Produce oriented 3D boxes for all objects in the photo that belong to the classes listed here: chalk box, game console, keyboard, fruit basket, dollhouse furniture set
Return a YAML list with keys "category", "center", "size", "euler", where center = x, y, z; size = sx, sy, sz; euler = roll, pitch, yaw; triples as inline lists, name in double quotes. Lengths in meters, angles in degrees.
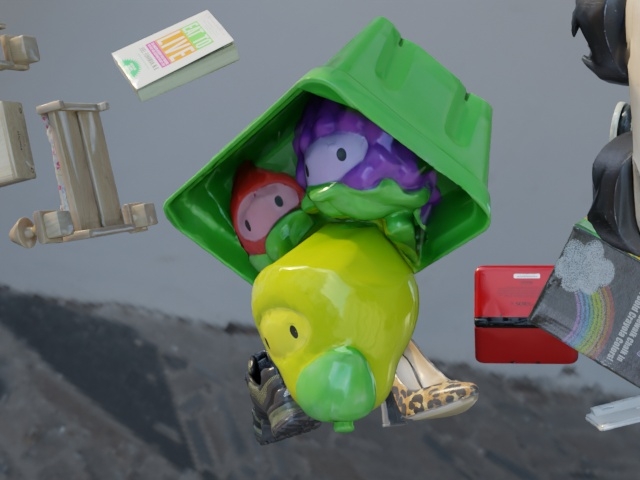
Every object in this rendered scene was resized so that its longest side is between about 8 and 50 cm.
- category: "chalk box"
  center: [0.359, 0.072, 1.402]
  size: [0.213, 0.132, 0.132]
  euler: [32, 27, 21]
- category: "game console"
  center: [0.286, 0.103, 1.817]
  size: [0.144, 0.124, 0.085]
  euler: [0, -17, 7]
- category: "keyboard"
  center: [0.387, 0.145, 1.266]
  size: [0.256, 0.014, 0.072]
  euler: [-15, 8, 0]
- category: "fruit basket"
  center: [0.000, 0.000, 1.394]
  size: [0.283, 0.392, 0.392]
  euler: [38, 23, -13]
- category: "dollhouse furniture set"
  center: [-0.415, -0.138, 1.862]
  size: [0.355, 0.173, 0.303]
  euler: [-9, 87, -69]

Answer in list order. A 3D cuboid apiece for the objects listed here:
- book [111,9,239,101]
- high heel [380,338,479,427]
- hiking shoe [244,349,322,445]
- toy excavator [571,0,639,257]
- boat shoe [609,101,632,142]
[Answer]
- category: "book"
  center: [-0.194, -0.247, 1.735]
  size: [0.144, 0.035, 0.096]
  euler: [-28, 49, -11]
- category: "high heel"
  center: [0.155, 0.187, 2.040]
  size: [0.093, 0.261, 0.186]
  euler: [-1, 77, -30]
- category: "hiking shoe"
  center: [-0.050, 0.193, 1.654]
  size: [0.086, 0.227, 0.114]
  euler: [-15, 81, -14]
- category: "toy excavator"
  center: [0.444, -0.191, 1.018]
  size: [0.445, 0.433, 0.222]
  euler: [-8, 10, -16]
- category: "boat shoe"
  center: [0.581, -0.107, 2.230]
  size: [0.113, 0.340, 0.127]
  euler: [7, 51, 33]
